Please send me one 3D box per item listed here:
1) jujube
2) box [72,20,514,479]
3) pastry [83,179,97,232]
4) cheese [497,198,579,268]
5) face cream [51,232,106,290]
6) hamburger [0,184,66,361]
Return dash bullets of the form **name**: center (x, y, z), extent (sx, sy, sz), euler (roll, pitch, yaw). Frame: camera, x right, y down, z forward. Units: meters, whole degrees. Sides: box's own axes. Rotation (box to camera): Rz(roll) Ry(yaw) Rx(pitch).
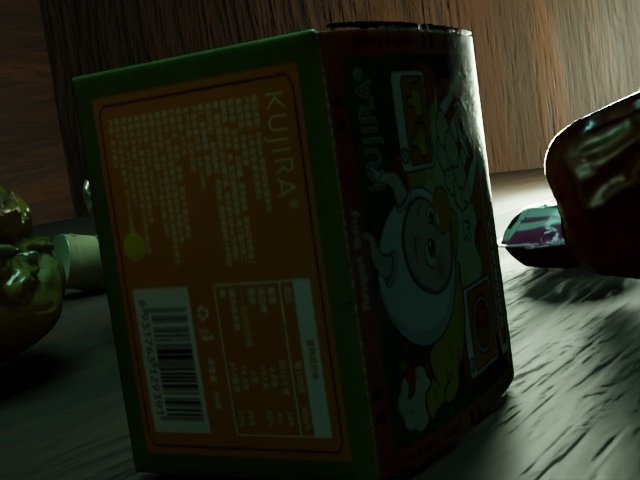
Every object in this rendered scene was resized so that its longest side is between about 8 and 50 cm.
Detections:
- **jujube**: center (0.312, -0.059, 0.711), extent (0.290, 0.197, 0.197), euler (-15, 3, 18)
- **box**: center (0.000, 0.000, 0.510), extent (0.148, 0.195, 0.177), euler (-5, 6, 31)
- **pastry**: center (-0.087, -0.012, 0.970), extent (0.256, 0.170, 0.237), euler (-14, -13, -12)
- **cheese**: center (0.254, -0.015, 0.975), extent (0.155, 0.062, 0.244), euler (-7, 5, 28)
- **face cream**: center (-0.227, 0.030, 1.277), extent (0.224, 0.070, 0.114), euler (3, -1, -37)
- **hamburger**: center (-0.347, 0.036, 0.768), extent (0.290, 0.170, 0.314), euler (-16, 10, -35)
